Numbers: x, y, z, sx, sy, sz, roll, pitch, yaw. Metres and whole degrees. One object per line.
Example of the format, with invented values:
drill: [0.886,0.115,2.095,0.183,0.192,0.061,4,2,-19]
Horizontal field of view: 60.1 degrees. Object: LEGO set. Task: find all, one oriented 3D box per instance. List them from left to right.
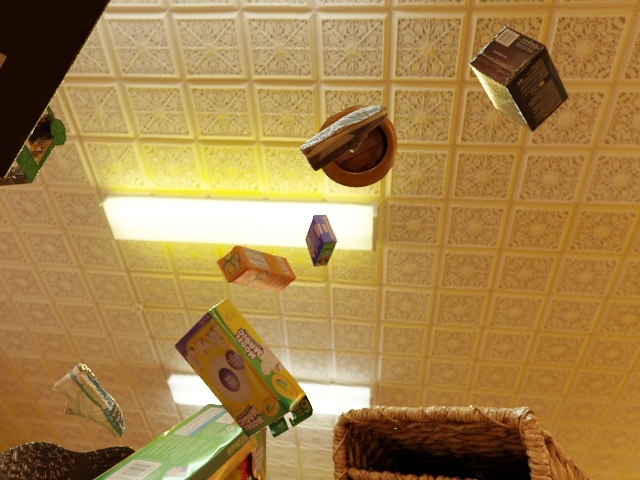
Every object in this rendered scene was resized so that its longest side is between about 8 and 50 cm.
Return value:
LEGO set: [-0.703,-0.262,1.135,0.192,0.254,0.331,-4,-36,7]

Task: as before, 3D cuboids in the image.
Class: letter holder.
letter holder: [-0.369,-0.267,0.623,0.152,0.214,0.301,24,-67,-43]

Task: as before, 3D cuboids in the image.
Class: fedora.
fedora: [0.076,-0.210,1.250,0.195,0.079,0.194,-2,-83,-15]

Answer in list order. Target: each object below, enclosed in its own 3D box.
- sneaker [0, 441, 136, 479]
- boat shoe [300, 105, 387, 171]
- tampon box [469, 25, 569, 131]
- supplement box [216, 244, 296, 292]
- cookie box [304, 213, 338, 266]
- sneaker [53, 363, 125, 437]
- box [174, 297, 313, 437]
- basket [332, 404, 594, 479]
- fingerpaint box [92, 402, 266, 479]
sneaker: [-0.532,0.498,1.147,0.284,0.107,0.124,19,-52,-34]
boat shoe: [0.041,-0.161,0.868,0.152,0.056,0.049,-29,-61,-6]
tampon box: [0.398,-0.320,1.106,0.101,0.120,0.161,-45,-44,10]
supplement box: [-0.162,0.077,1.444,0.078,0.080,0.233,-39,-28,17]
cookie box: [0.000,0.000,1.400,0.040,0.091,0.107,-7,-34,-21]
sneaker: [-0.492,0.354,1.176,0.083,0.071,0.190,-32,-71,-9]
box: [-0.096,0.172,0.696,0.179,0.043,0.105,48,-51,2]
basket: [0.152,0.339,0.652,0.299,0.213,0.223,-15,-50,43]
fingerpaint box: [-0.252,0.570,1.070,0.163,0.445,0.370,2,-89,16]
